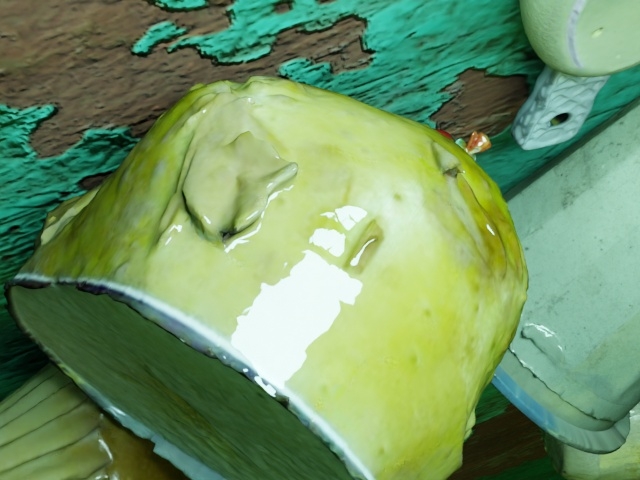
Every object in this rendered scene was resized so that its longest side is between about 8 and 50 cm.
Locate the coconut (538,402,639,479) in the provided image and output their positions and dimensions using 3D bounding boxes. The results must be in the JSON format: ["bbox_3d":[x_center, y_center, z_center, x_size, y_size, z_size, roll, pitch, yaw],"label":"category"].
[{"bbox_3d":[0.372,0.219,1.548,0.194,0.194,0.194,-18,160,-7],"label":"coconut"}]

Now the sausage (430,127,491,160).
[{"bbox_3d":[0.000,0.000,0.797,0.264,0.083,0.083,-32,156,27],"label":"sausage"}]

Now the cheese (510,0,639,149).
[{"bbox_3d":[0.149,-0.111,0.678,0.127,0.049,0.235,-16,158,-15],"label":"cheese"}]

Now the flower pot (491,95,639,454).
[{"bbox_3d":[0.206,0.003,0.864,0.202,0.212,0.212,-47,150,23],"label":"flower pot"}]

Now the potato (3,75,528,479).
[{"bbox_3d":[-0.020,0.027,0.675,0.196,0.246,0.300,-52,-158,-23],"label":"potato"}]

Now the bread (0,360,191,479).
[{"bbox_3d":[-0.088,0.179,0.955,0.183,0.236,0.389,-25,165,26],"label":"bread"}]
